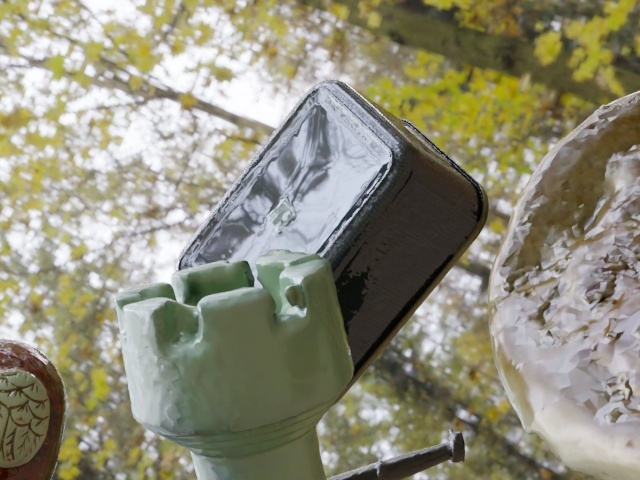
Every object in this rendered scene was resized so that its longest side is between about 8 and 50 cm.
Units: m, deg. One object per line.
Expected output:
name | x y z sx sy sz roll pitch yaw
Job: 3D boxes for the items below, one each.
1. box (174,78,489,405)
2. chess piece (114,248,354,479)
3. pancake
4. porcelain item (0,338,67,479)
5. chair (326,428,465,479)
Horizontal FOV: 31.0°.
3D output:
box | 0.000 0.000 0.794 0.201 0.144 0.090 -50 -45 10
chess piece | -0.026 0.163 0.639 0.194 0.194 0.299 -21 -75 -50
pancake | 0.197 0.005 0.525 0.049 0.282 0.282 43 -107 -34
porcelain item | -0.456 0.239 1.499 0.253 0.253 0.253 -36 -41 -39
chair | -0.059 0.434 1.066 0.362 0.410 0.365 87 179 -51
